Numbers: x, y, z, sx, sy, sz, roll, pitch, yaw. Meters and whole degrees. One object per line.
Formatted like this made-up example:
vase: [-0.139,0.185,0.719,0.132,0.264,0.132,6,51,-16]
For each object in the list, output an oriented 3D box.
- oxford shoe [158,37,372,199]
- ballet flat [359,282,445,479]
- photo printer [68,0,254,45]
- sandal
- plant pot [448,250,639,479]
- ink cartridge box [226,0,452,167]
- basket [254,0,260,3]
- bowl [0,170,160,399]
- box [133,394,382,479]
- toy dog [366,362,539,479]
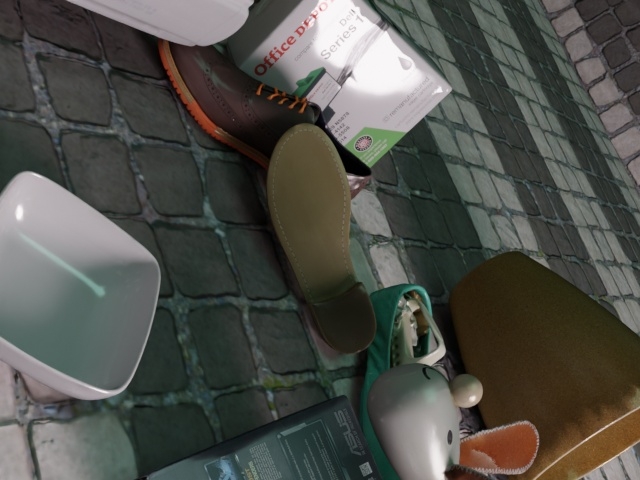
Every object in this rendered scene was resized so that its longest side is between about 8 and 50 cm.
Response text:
oxford shoe: [-0.055,-0.139,0.872,0.271,0.098,0.097,43,36,-23]
ballet flat: [0.089,0.141,0.842,0.083,0.087,0.247,36,38,-32]
photo printer: [-0.194,-0.356,0.746,0.256,0.107,0.308,11,60,-52]
sandal: [-0.006,0.002,0.857,0.079,0.088,0.240,170,-97,-78]
plant pot: [0.272,0.144,0.992,0.237,0.237,0.254,10,41,-50]
ink cartridge box: [0.021,-0.209,0.965,0.219,0.160,0.092,34,22,-32]
basket: [-0.090,-0.478,0.998,0.213,0.223,0.299,0,63,-54]
bowl: [-0.191,0.039,0.576,0.142,0.053,0.142,39,36,-28]
box: [-0.017,0.250,0.585,0.183,0.059,0.233,-14,74,-40]
toy dog: [0.175,0.246,0.648,0.334,0.161,0.220,59,12,-25]
